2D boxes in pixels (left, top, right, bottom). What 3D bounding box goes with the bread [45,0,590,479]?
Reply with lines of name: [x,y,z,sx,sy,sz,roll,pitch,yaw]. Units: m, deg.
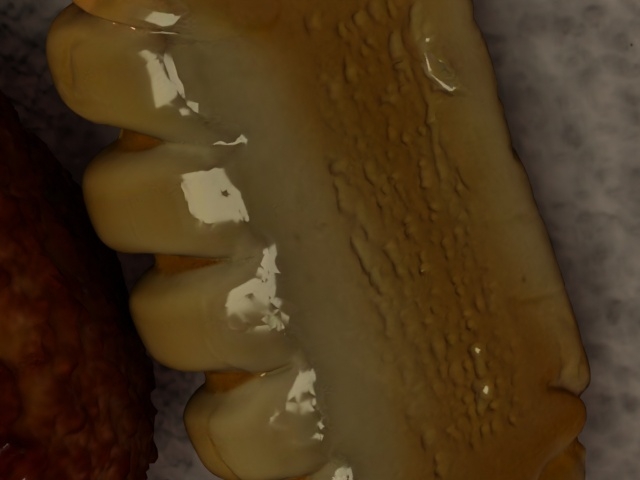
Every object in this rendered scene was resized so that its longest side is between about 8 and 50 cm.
bread: [0.000,0.000,0.566,0.121,0.173,0.311,-3,109,51]

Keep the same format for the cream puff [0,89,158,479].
cream puff: [-0.205,0.029,0.582,0.350,0.229,0.350,34,155,18]
